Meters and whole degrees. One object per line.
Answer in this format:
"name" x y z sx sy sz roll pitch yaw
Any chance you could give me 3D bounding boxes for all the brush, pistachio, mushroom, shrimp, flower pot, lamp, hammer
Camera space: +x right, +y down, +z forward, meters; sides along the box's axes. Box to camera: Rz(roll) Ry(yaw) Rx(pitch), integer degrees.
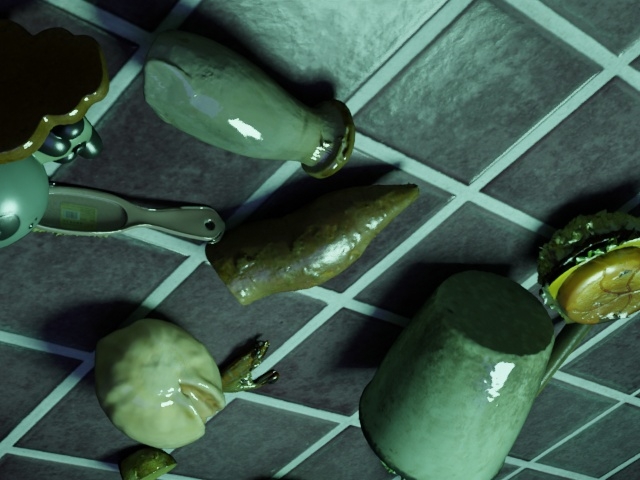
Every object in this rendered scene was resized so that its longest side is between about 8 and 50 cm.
"brush" -0.286 -0.030 1.564 0.313 0.072 0.067 5 160 -31
"pistachio" -0.269 0.249 1.818 0.193 0.214 0.318 -56 158 -21
"mushroom" -0.095 -0.171 1.405 0.350 0.128 0.128 17 131 -41
"shrimp" -0.115 0.237 1.977 0.124 0.034 0.178 14 134 -38
"flower pot" 0.256 0.242 1.929 0.294 0.293 0.330 2 134 -24
"lamp" -0.397 -0.092 1.343 0.244 0.197 0.197 -33 142 -4
"hammer" 0.399 0.304 2.100 0.044 0.168 0.440 34 95 -42

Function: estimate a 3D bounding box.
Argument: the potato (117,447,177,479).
"potato" -0.335 0.435 2.114 0.103 0.066 0.096 -28 166 -1

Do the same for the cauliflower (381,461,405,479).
"cauliflower" 0.248 0.476 2.313 0.250 0.275 0.272 17 173 12

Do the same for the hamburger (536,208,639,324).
"hamburger" 0.494 0.046 1.892 0.243 0.138 0.261 -23 142 10

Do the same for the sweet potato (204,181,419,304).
"sweet potato" 0.000 0.000 1.656 0.337 0.131 0.131 -19 143 4

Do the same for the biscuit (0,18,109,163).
"biscuit" -0.391 -0.166 1.248 0.295 0.186 0.044 -10 164 -3
